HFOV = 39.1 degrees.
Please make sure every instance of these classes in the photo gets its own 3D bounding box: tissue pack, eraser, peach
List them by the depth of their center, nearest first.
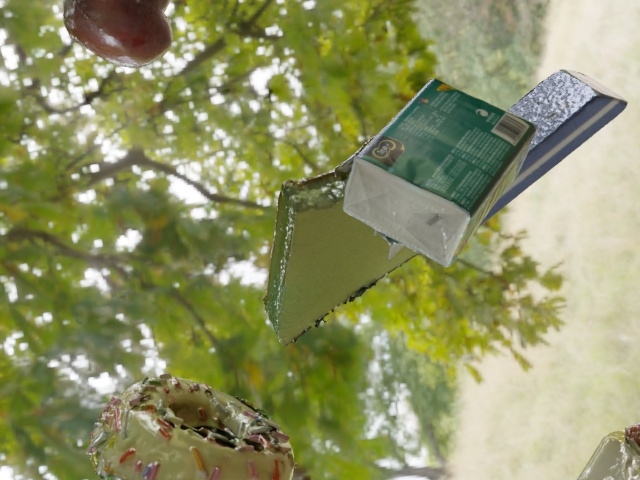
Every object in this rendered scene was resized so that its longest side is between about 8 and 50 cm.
[{"bbox_3d":[0.077,-0.040,0.600,0.111,0.085,0.079,-49,-20,-41],"label":"tissue pack"},{"bbox_3d":[0.196,-0.090,0.909,0.036,0.225,0.082,46,-171,-34],"label":"eraser"},{"bbox_3d":[-0.269,-0.304,1.199,0.152,0.152,0.152,-10,-90,-82],"label":"peach"}]

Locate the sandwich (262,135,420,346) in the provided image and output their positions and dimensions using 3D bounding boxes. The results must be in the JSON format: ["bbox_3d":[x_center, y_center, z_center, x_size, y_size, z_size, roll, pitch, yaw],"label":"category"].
[{"bbox_3d":[0.000,0.000,1.044,0.212,0.245,0.063,46,-170,-52],"label":"sandwich"}]

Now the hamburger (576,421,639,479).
[{"bbox_3d":[0.292,0.248,0.761,0.210,0.116,0.173,59,-168,-45],"label":"hamburger"}]

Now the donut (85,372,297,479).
[{"bbox_3d":[-0.098,0.163,0.725,0.174,0.174,0.068,-18,-50,-82],"label":"donut"}]
